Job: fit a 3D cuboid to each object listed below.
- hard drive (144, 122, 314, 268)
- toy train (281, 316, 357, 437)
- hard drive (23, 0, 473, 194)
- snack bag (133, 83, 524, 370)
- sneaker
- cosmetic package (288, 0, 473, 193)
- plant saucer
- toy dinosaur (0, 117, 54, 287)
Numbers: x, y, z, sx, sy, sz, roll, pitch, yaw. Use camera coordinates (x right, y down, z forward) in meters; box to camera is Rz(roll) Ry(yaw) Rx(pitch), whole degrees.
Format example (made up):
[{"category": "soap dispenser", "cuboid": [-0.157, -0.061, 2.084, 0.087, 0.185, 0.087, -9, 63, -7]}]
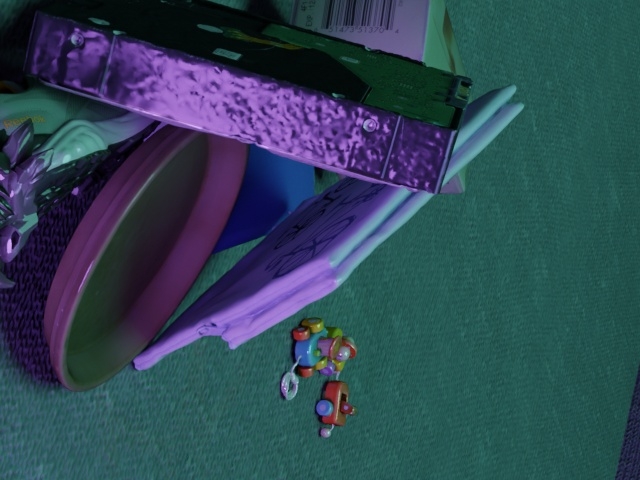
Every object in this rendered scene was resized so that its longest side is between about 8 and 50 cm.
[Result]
[{"category": "hard drive", "cuboid": [-0.089, -0.102, 1.788, 0.319, 0.040, 0.210, -21, 112, -64]}, {"category": "toy train", "cuboid": [0.011, 0.157, 2.047, 0.166, 0.046, 0.125, 41, 55, -62]}, {"category": "hard drive", "cuboid": [-0.048, -0.133, 1.452, 0.237, 0.339, 0.064, -65, 170, -72]}, {"category": "snack bag", "cuboid": [0.000, 0.000, 1.642, 0.037, 0.342, 0.323, 53, 49, -8]}, {"category": "sneaker", "cuboid": [-0.211, -0.093, 1.440, 0.108, 0.100, 0.271, 47, 14, 2]}, {"category": "cosmetic package", "cuboid": [0.071, -0.172, 1.919, 0.296, 0.153, 0.129, 65, 30, -63]}, {"category": "plant saucer", "cuboid": [-0.153, 0.004, 1.526, 0.278, 0.041, 0.278, -55, 167, -19]}, {"category": "toy dinosaur", "cuboid": [-0.323, -0.019, 1.190, 0.218, 0.164, 0.322, -12, 123, -51]}]
